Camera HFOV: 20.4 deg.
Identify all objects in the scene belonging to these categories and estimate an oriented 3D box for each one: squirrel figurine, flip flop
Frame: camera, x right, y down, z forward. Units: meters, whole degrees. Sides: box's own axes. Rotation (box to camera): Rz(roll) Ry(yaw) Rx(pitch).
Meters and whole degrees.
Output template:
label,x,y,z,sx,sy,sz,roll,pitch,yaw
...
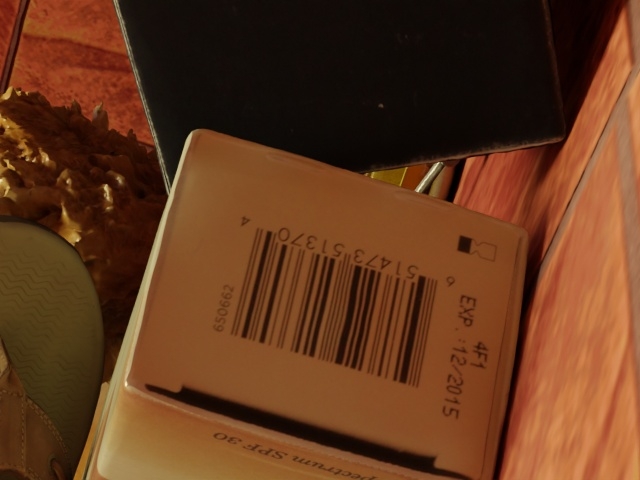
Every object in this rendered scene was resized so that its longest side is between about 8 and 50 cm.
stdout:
label,x,y,z,sx,sy,sz,roll,pitch,yaw
squirrel figurine,-0.160,0.008,1.108,0.281,0.370,0.397,-42,4,-25
flip flop,-0.161,0.127,0.826,0.080,0.112,0.277,7,79,57

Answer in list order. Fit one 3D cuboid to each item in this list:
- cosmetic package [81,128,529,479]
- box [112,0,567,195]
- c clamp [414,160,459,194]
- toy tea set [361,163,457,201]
label,x,y,z,sx,sy,sz,roll,pitch,yaw
cosmetic package,-0.027,0.097,0.805,0.296,0.153,0.129,113,172,-58
box,-0.007,-0.250,0.794,0.312,0.179,0.343,-87,-14,-57
c clamp,0.056,-0.105,0.972,0.137,0.022,0.160,-46,42,28
toy tea set,0.045,-0.154,1.091,0.200,0.124,0.336,-170,98,-86
